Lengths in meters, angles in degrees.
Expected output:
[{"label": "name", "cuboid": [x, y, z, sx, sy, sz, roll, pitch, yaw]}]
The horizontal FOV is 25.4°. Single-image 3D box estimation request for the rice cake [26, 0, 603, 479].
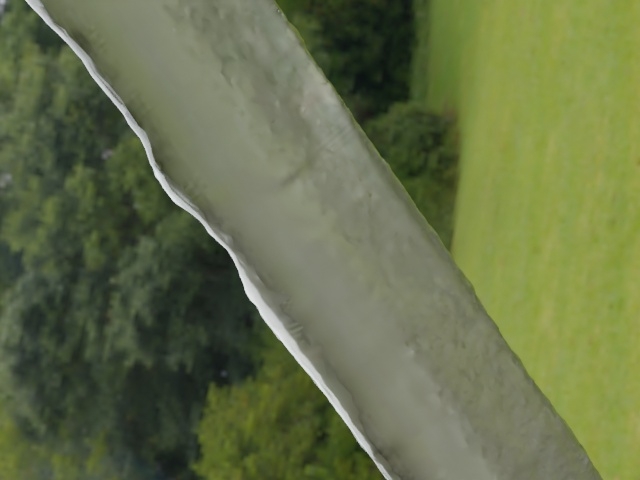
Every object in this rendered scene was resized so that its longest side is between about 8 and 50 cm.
[{"label": "rice cake", "cuboid": [0.000, 0.000, 0.390, 0.057, 0.256, 0.052, -43, 21, -19]}]
